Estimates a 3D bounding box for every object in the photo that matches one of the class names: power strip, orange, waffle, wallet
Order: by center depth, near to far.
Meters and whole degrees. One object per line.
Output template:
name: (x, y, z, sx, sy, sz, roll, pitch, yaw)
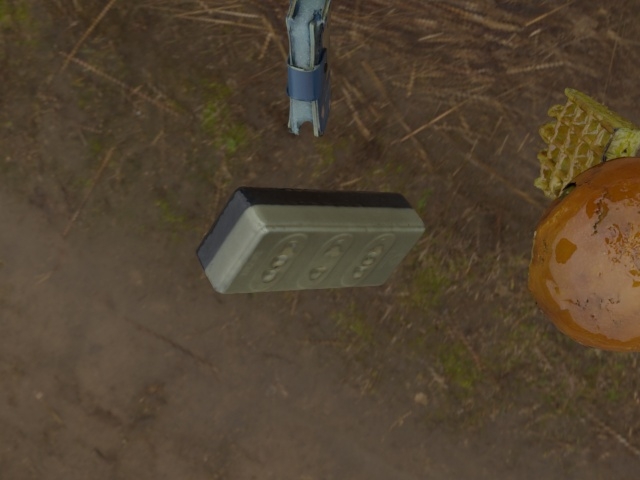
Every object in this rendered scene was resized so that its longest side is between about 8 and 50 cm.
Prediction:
power strip: (0.000, 0.000, 1.030, 0.105, 0.257, 0.070, -53, 55, 34)
orange: (0.365, 0.017, 1.150, 0.240, 0.240, 0.240, 7, 112, 18)
wallet: (-0.014, -0.258, 1.343, 0.059, 0.141, 0.202, 5, 135, 4)
waffle: (0.368, -0.122, 1.379, 0.055, 0.211, 0.160, 7, 114, -16)
